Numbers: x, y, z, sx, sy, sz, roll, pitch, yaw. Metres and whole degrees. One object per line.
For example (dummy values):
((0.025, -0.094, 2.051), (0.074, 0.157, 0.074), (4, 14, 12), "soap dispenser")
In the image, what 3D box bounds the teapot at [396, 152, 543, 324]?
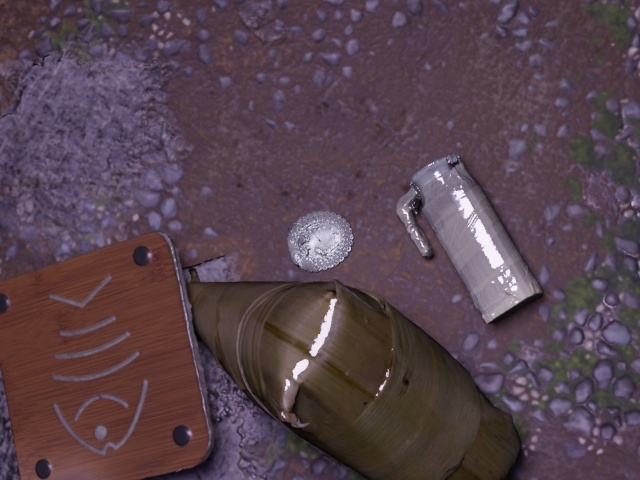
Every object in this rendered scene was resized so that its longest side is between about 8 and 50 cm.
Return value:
((0.170, 0.003, 1.581), (0.107, 0.077, 0.200), (-33, 78, 22), "teapot")

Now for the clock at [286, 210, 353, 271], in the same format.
((0.000, 0.000, 1.634), (0.083, 0.010, 0.074), (-17, 80, 4), "clock")

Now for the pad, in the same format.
((-0.269, 0.156, 1.600), (0.286, 0.018, 0.284), (-17, 79, 25), "pad")

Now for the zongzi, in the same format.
((0.055, 0.192, 1.568), (0.447, 0.418, 0.181), (40, 77, -28), "zongzi")
